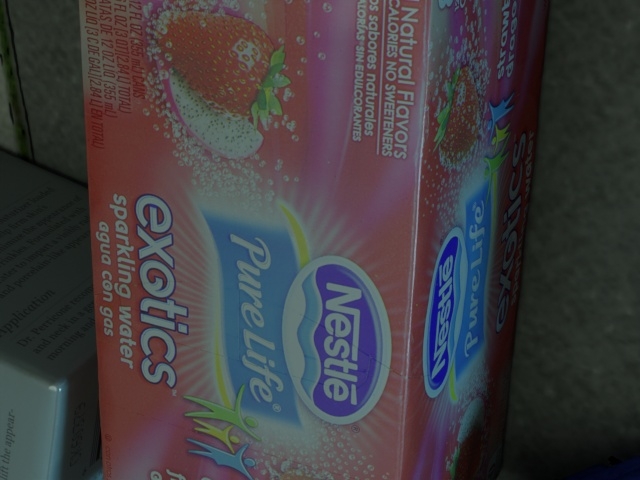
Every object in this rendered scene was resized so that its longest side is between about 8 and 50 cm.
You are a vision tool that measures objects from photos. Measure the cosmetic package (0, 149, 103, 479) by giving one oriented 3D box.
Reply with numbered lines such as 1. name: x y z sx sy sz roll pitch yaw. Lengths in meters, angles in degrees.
1. cosmetic package: -0.172 0.060 0.719 0.184 0.151 0.151 23 123 17

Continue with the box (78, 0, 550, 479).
1. box: 0.000 0.000 0.598 0.142 0.154 0.299 14 118 22

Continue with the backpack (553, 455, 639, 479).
1. backpack: 0.134 0.144 0.633 0.120 0.101 0.098 -20 110 1
